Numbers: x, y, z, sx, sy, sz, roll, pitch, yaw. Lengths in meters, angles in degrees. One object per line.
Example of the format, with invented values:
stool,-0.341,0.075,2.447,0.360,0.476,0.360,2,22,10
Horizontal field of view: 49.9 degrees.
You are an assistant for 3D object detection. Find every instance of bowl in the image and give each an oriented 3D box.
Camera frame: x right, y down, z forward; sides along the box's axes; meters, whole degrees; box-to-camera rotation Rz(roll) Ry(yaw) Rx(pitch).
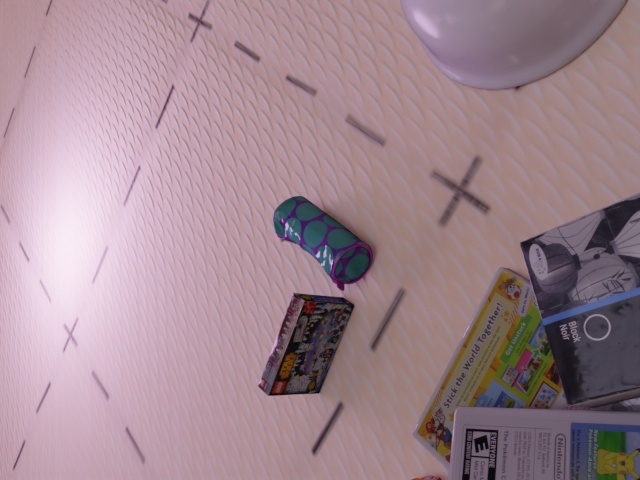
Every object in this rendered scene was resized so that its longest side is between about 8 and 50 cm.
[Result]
bowl,0.185,-0.328,0.749,0.298,0.134,0.297,-10,75,44

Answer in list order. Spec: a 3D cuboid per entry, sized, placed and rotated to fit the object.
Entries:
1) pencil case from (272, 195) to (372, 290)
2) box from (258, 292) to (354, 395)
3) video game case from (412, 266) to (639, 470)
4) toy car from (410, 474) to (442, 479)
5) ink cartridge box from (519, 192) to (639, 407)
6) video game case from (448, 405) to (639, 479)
pencil case,0.000,0.000,0.927,0.152,0.064,0.070,38,94,42
box,-0.018,0.137,0.901,0.027,0.094,0.137,32,106,44
video game case,0.216,0.174,0.708,0.206,0.026,0.226,38,110,42
toy car,0.144,0.313,0.763,0.041,0.060,0.122,-33,72,-13
ink cartridge box,0.342,0.019,0.561,0.333,0.065,0.165,-27,61,34
video game case,0.231,0.309,0.576,0.300,0.036,0.328,-11,61,44
